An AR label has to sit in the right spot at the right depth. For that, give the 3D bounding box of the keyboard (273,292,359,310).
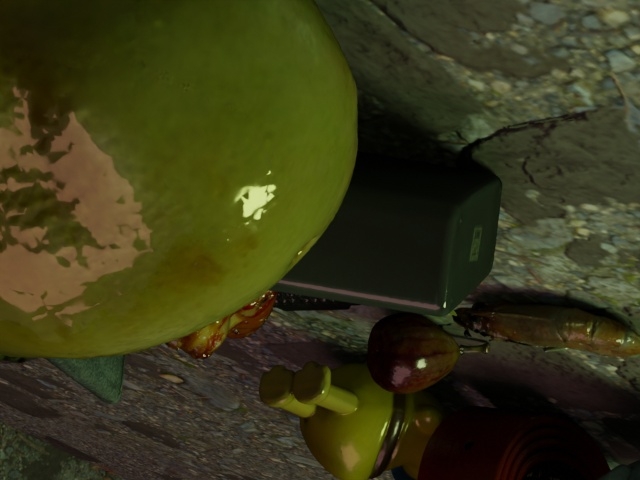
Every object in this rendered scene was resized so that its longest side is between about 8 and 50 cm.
[{"bbox_3d":[-0.083,0.049,1.314,0.262,0.016,0.106,-3,150,32],"label":"keyboard"}]

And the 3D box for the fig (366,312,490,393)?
[{"bbox_3d":[0.114,0.118,1.280,0.125,0.089,0.089,4,165,-21],"label":"fig"}]

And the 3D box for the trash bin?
[{"bbox_3d":[0.005,-0.017,0.922,0.236,0.101,0.176,9,-168,18],"label":"trash bin"}]

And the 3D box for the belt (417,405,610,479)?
[{"bbox_3d":[0.242,0.327,1.443,0.115,0.227,0.324,3,151,43],"label":"belt"}]

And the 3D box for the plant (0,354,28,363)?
[{"bbox_3d":[-0.338,0.017,1.459,0.333,0.180,0.251,-25,133,17],"label":"plant"}]

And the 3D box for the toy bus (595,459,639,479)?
[{"bbox_3d":[0.391,0.308,1.284,0.197,0.231,0.294,53,162,19],"label":"toy bus"}]

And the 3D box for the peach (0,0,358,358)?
[{"bbox_3d":[-0.144,-0.081,0.725,0.315,0.281,0.314,-29,118,12],"label":"peach"}]

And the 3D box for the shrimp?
[{"bbox_3d":[0.211,0.087,1.150,0.190,0.042,0.101,8,163,27],"label":"shrimp"}]

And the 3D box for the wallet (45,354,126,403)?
[{"bbox_3d":[-0.215,0.025,1.147,0.036,0.222,0.167,-2,155,16],"label":"wallet"}]

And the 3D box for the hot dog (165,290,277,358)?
[{"bbox_3d":[-0.116,0.015,1.107,0.153,0.150,0.257,37,168,30],"label":"hot dog"}]

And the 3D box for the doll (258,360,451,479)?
[{"bbox_3d":[0.090,0.236,1.486,0.199,0.145,0.363,-9,151,44],"label":"doll"}]
